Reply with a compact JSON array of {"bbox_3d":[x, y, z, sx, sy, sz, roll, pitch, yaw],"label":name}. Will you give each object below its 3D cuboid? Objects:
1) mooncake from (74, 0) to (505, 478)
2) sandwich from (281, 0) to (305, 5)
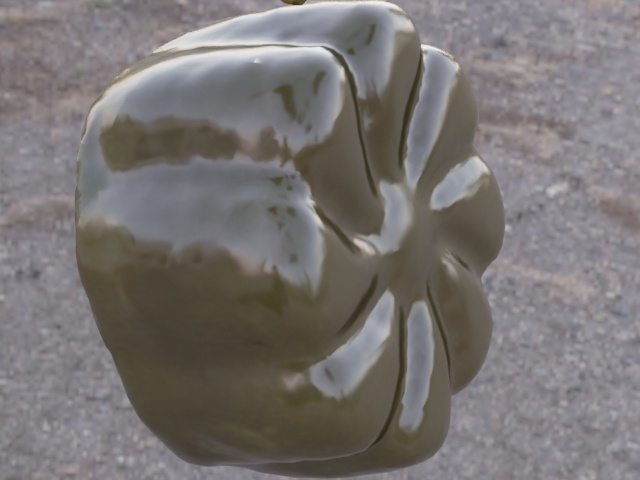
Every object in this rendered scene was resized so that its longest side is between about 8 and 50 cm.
[{"bbox_3d":[0.000,0.000,1.037,0.201,0.378,0.378,-7,18,34],"label":"mooncake"},{"bbox_3d":[-0.079,-0.202,0.733,0.163,0.079,0.113,10,38,-15],"label":"sandwich"}]
